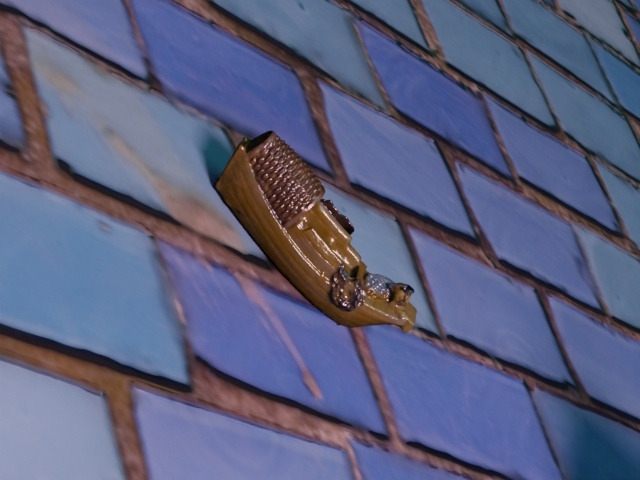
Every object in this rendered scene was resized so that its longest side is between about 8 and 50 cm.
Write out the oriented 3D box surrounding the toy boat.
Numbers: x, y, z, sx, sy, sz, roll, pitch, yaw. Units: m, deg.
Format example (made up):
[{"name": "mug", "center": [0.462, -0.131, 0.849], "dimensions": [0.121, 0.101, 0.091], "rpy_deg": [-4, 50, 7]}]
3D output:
[{"name": "toy boat", "center": [0.000, 0.000, 1.141], "dimensions": [0.149, 0.049, 0.047], "rpy_deg": [48, 24, -13]}]
